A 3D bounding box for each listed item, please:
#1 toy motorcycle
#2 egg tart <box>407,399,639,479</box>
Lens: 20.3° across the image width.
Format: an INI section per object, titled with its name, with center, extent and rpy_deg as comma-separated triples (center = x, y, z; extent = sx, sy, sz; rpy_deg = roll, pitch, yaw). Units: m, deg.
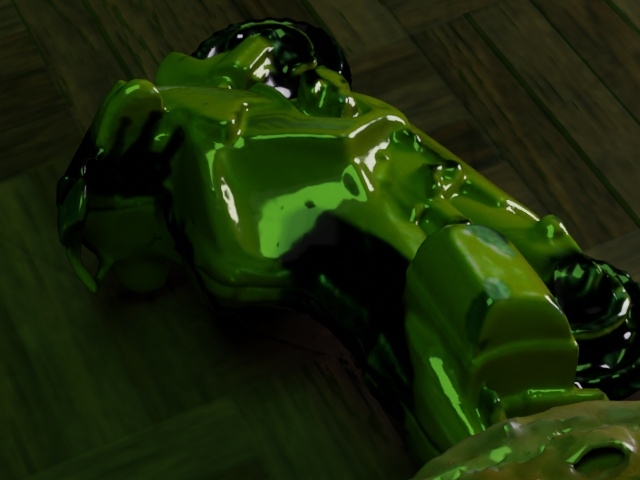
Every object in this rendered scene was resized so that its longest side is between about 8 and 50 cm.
[toy motorcycle]
center = 0.000, -0.002, 0.865
extent = 0.206, 0.142, 0.342
rpy_deg = -32, 51, -21
[egg tart]
center = 0.125, 0.202, 0.604
extent = 0.341, 0.132, 0.341
rpy_deg = 3, 71, -8
